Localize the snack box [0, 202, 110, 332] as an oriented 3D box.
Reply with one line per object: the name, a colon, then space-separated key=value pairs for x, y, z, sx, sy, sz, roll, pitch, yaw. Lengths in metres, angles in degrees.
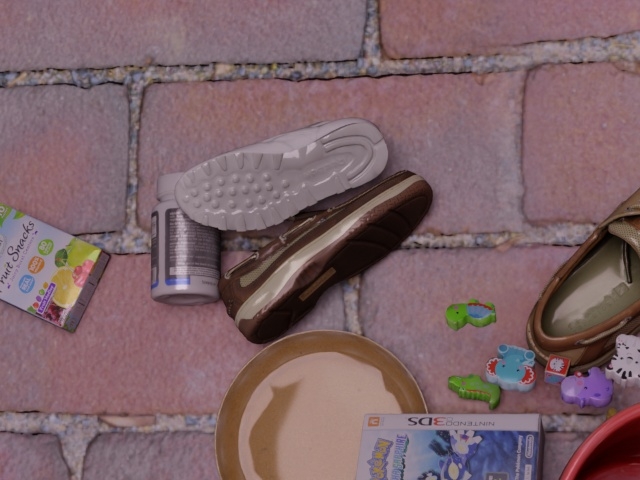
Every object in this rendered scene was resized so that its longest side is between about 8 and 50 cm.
snack box: x=-0.322 y=0.031 z=2.101 sx=0.141 sy=0.037 sz=0.100 roll=24 pitch=83 yaw=17

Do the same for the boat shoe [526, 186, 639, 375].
boat shoe: x=0.340 y=0.010 z=1.909 sx=0.122 sy=0.120 sz=0.324 roll=43 pitch=89 yaw=18

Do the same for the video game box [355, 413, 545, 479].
video game box: x=0.125 y=0.265 z=1.861 sx=0.187 sy=0.048 sz=0.205 roll=-3 pitch=48 yaw=14

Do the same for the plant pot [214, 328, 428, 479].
plant pot: x=0.003 y=0.213 z=1.987 sx=0.236 sy=0.032 sz=0.236 roll=-3 pitch=77 yaw=12

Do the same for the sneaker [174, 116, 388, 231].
sneaker: x=-0.044 y=-0.076 z=2.019 sx=0.235 sy=0.095 sz=0.090 roll=-14 pitch=111 yaw=-4

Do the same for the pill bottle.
pill bottle: x=-0.148 y=-0.002 z=2.047 sx=0.078 sy=0.078 sz=0.137 roll=-3 pitch=77 yaw=12

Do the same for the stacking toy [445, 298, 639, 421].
stacking toy: x=0.229 y=0.142 z=1.877 sx=0.221 sy=0.167 sz=0.052 roll=14 pitch=58 yaw=15

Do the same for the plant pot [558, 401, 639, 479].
plant pot: x=0.324 y=0.293 z=1.760 sx=0.275 sy=0.243 sz=0.274 roll=1 pitch=80 yaw=-4

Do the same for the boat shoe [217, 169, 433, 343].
boat shoe: x=-0.002 y=-0.003 z=2.004 sx=0.257 sy=0.095 sz=0.095 roll=-37 pitch=60 yaw=-6
